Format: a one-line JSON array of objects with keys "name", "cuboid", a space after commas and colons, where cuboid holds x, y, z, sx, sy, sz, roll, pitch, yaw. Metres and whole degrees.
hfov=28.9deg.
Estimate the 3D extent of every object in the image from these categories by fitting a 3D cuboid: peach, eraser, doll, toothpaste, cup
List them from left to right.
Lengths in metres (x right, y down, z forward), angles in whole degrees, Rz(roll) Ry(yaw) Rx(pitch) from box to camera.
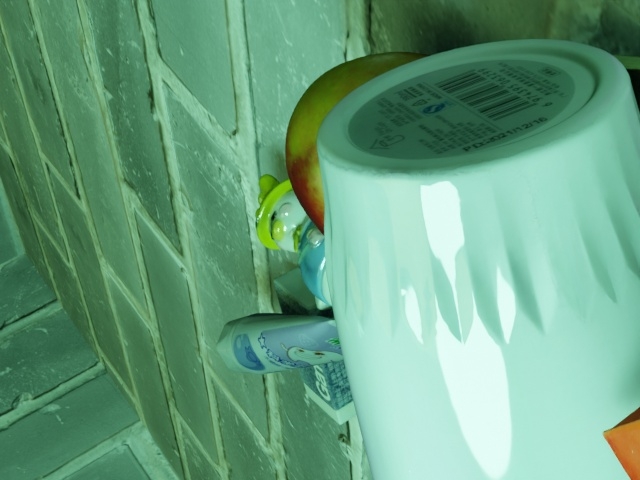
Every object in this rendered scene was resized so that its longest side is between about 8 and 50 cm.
[{"name": "toothpaste", "cuboid": [-0.017, 0.117, 1.508, 0.371, 0.125, 0.080, -15, 63, 59]}, {"name": "doll", "cuboid": [-0.001, 0.001, 1.402, 0.241, 0.098, 0.135, 38, 163, 44]}, {"name": "eraser", "cuboid": [-0.001, 0.142, 1.663, 0.092, 0.046, 0.213, 37, 149, 47]}, {"name": "peach", "cuboid": [0.063, -0.073, 1.034, 0.197, 0.197, 0.197, 49, 157, 29]}, {"name": "cup", "cuboid": [0.135, 0.068, 0.863, 0.253, 0.253, 0.372, 29, 141, 56]}]

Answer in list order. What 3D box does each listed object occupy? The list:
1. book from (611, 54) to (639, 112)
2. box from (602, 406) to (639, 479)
[{"name": "book", "cuboid": [0.237, -0.025, 0.889, 0.160, 0.024, 0.228, 20, 135, 60]}, {"name": "box", "cuboid": [0.281, 0.120, 0.737, 0.133, 0.182, 0.099, 62, 146, 5]}]
